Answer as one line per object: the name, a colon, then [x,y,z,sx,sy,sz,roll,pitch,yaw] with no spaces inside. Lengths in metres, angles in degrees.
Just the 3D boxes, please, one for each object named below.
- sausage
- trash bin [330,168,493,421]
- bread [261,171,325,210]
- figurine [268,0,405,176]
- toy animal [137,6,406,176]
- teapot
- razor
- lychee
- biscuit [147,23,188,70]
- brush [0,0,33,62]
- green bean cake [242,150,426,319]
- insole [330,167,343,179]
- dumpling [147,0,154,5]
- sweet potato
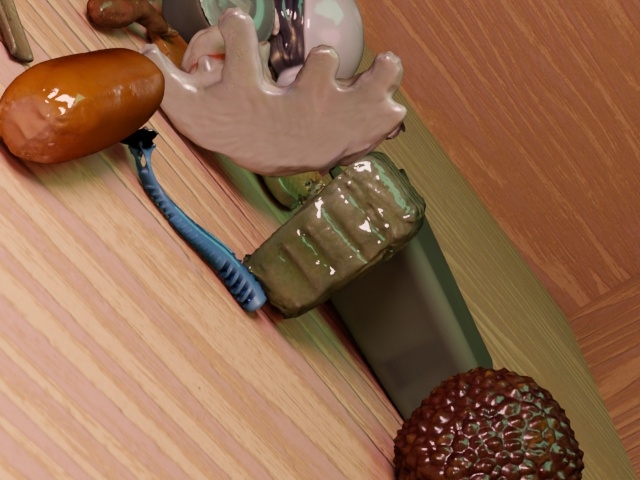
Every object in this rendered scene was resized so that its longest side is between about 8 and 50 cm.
sausage: [-0.232,-0.137,1.051,0.105,0.105,0.274,55,16,-6]
trash bin: [0.120,0.092,1.576,0.343,0.158,0.223,63,14,-10]
bread: [-0.069,-0.138,1.698,0.182,0.039,0.251,56,15,-1]
figurine: [-0.007,-0.320,1.893,0.361,0.211,0.253,63,-3,-30]
toy animal: [-0.045,-0.209,1.434,0.266,0.308,0.188,62,9,-8]
teapot: [-0.181,-0.361,1.625,0.239,0.149,0.162,47,53,-32]
razor: [-0.145,-0.018,1.209,0.253,0.042,0.082,53,-26,-19]
lychee: [0.212,0.281,1.360,0.271,0.236,0.236,-9,64,-50]
biscuit: [-0.207,-0.260,1.545,0.140,0.023,0.118,54,18,-9]
brush: [-0.360,-0.295,1.121,0.043,0.036,0.248,6,59,-66]
green bean cake: [0.018,-0.006,1.337,0.125,0.227,0.222,54,10,-2]
insole: [0.112,-0.009,2.060,0.348,0.009,0.119,57,15,1]
dumpling: [-0.270,-0.405,1.491,0.136,0.118,0.199,-1,87,-80]
sweet potato: [-0.252,-0.303,1.420,0.050,0.050,0.214,58,19,6]
